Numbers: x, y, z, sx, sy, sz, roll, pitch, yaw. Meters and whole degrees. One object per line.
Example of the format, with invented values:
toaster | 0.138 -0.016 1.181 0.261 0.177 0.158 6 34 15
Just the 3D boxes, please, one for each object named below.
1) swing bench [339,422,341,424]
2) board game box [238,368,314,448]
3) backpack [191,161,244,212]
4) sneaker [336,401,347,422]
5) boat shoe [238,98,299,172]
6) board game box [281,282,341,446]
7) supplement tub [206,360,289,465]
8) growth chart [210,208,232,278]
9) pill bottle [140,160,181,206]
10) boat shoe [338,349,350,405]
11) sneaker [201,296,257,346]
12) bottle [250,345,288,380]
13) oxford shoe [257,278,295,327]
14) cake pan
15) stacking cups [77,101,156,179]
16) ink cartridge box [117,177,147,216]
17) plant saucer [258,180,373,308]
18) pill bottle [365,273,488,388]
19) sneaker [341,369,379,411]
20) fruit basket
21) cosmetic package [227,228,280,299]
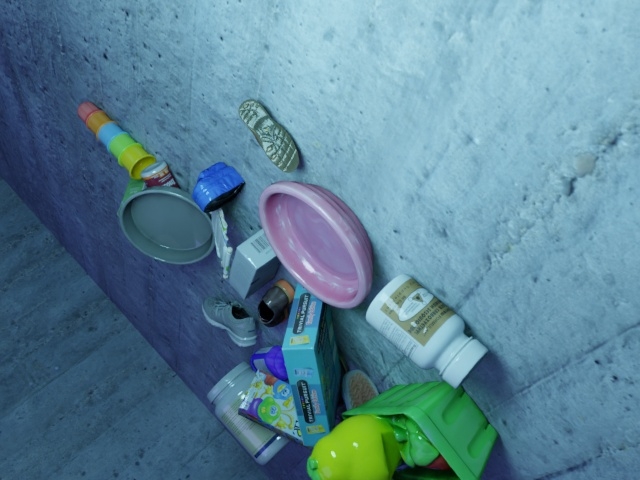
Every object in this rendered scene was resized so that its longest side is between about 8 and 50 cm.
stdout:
swing bench | 0.113 0.739 2.145 0.253 0.165 0.254 41 151 21
board game box | -0.111 0.549 2.162 0.276 0.142 0.144 25 158 3
backpack | -0.272 -0.132 1.712 0.101 0.120 0.098 47 153 8
sneaker | 0.110 0.574 1.998 0.234 0.106 0.078 61 -166 -11
boat shoe | -0.104 -0.221 1.428 0.178 0.064 0.060 53 -177 0
board game box | -0.015 0.306 1.687 0.079 0.253 0.335 -3 124 10
supplement tub | -0.236 0.626 2.457 0.325 0.235 0.235 46 152 11
growth chart | -0.273 -0.035 1.818 0.172 0.021 0.237 116 142 -59
pill bottle | -0.468 -0.156 2.019 0.086 0.086 0.151 11 133 52
boat shoe | 0.016 0.410 1.954 0.111 0.104 0.307 30 145 38
sneaker | -0.298 0.247 2.276 0.281 0.105 0.115 29 115 40
bottle | -0.133 0.398 2.178 0.118 0.092 0.283 49 153 -8
oxford shoe | -0.151 0.200 1.957 0.097 0.098 0.271 45 152 12
cake pan | -0.450 -0.049 2.006 0.294 0.054 0.293 6 133 6
stacking cups | -0.637 -0.324 2.086 0.316 0.096 0.096 46 153 21
ink cartridge box | -0.569 -0.112 2.115 0.209 0.062 0.108 -91 -10 -50
plant saucer | 0.000 0.000 1.504 0.332 0.084 0.332 37 150 26
pill bottle | 0.215 0.184 1.350 0.229 0.131 0.131 40 151 20
sneaker | 0.112 0.502 1.876 0.121 0.108 0.301 -11 99 58
fruit basket | 0.164 0.492 1.552 0.282 0.392 0.392 53 153 -3
cosmetic package | -0.171 0.062 1.803 0.085 0.117 0.231 47 154 12
